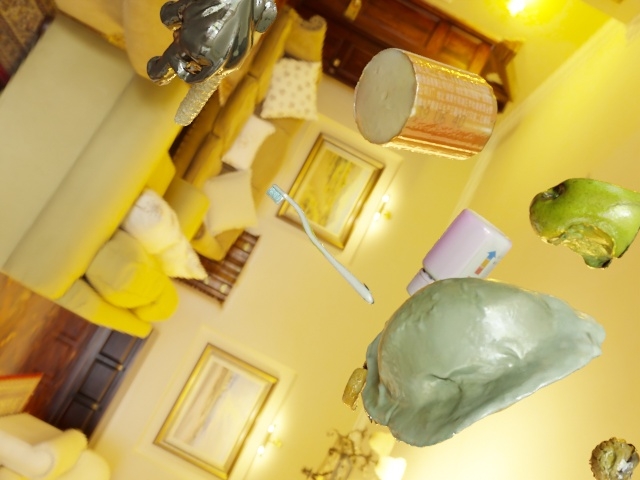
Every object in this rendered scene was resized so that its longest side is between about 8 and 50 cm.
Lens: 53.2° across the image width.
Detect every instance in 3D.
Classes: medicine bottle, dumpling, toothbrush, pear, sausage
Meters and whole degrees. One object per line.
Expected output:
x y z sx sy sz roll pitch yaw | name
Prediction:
0.335 0.059 1.566 0.254 0.152 0.152 -53 -176 15 | medicine bottle
0.192 0.157 0.915 0.270 0.211 0.320 -15 155 -29 | dumpling
0.000 0.000 0.965 0.026 0.263 0.022 -41 152 -4 | toothbrush
0.701 -0.062 1.712 0.164 0.256 0.238 -62 176 -28 | pear
0.252 -0.324 1.554 0.233 0.287 0.232 -6 -97 51 | sausage

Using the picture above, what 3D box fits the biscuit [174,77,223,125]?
-0.311 -0.383 1.650 0.219 0.055 0.061 -44 172 37 | biscuit

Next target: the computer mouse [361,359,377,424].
0.165 0.428 1.911 0.146 0.078 0.241 168 -72 -70 | computer mouse

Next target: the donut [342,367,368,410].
0.070 0.299 1.284 0.067 0.038 0.083 -52 161 -41 | donut

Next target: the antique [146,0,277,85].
-0.240 -0.497 1.457 0.255 0.185 0.322 -2 -110 49 | antique

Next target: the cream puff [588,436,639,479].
0.712 0.543 1.555 0.133 0.104 0.119 -27 142 -31 | cream puff
